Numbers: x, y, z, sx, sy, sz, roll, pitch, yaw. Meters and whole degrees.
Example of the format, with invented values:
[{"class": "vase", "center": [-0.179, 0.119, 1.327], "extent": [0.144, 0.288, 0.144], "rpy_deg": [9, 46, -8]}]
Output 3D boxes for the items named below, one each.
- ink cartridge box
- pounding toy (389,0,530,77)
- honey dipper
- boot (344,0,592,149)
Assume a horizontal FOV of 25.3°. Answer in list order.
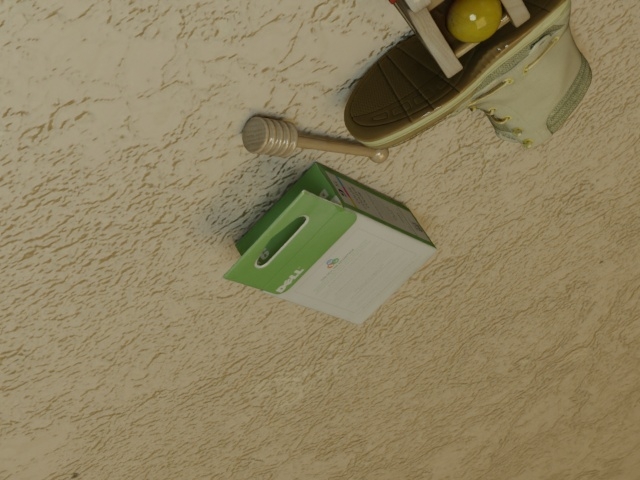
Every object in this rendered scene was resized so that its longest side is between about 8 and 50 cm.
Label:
[{"class": "ink cartridge box", "center": [0.000, 0.000, 1.261], "extent": [0.109, 0.062, 0.209], "rpy_deg": [-45, 145, 18]}, {"class": "pounding toy", "center": [0.095, -0.228, 0.960], "extent": [0.155, 0.154, 0.269], "rpy_deg": [-36, 147, 5]}, {"class": "honey dipper", "center": [0.003, -0.081, 1.192], "extent": [0.160, 0.030, 0.030], "rpy_deg": [3, 133, -46]}, {"class": "boot", "center": [0.132, -0.121, 1.204], "extent": [0.213, 0.077, 0.165], "rpy_deg": [-37, 149, 1]}]
